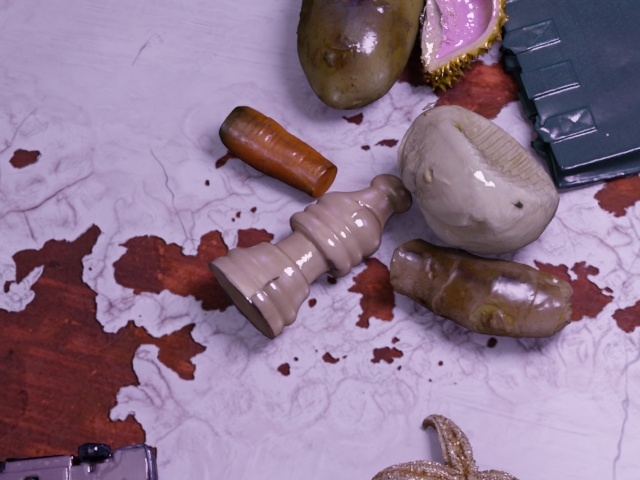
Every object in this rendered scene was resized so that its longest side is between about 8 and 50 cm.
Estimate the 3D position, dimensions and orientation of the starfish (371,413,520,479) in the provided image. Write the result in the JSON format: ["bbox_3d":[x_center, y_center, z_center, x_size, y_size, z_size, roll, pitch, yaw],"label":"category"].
[{"bbox_3d":[0.179,0.340,1.617,0.216,0.071,0.238,-6,57,-2],"label":"starfish"}]

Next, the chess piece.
[{"bbox_3d":[0.000,0.000,1.783,0.307,0.124,0.139,-37,33,-14],"label":"chess piece"}]

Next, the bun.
[{"bbox_3d":[0.219,-0.076,1.735,0.259,0.259,0.160,48,119,24],"label":"bun"}]

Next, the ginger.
[{"bbox_3d":[0.229,0.073,1.711,0.263,0.109,0.116,18,82,17],"label":"ginger"}]

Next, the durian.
[{"bbox_3d":[0.212,-0.344,1.876,0.132,0.165,0.182,-1,60,-18],"label":"durian"}]

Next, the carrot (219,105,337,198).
[{"bbox_3d":[-0.067,-0.135,1.869,0.193,0.087,0.087,34,73,9],"label":"carrot"}]

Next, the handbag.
[{"bbox_3d":[0.419,-0.251,1.854,0.238,0.089,0.326,-15,65,1],"label":"handbag"}]

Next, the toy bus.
[{"bbox_3d":[-0.373,0.348,1.649,0.317,0.138,0.112,-4,69,5],"label":"toy bus"}]

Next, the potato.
[{"bbox_3d":[0.061,-0.348,1.899,0.210,0.173,0.307,7,64,14],"label":"potato"}]
